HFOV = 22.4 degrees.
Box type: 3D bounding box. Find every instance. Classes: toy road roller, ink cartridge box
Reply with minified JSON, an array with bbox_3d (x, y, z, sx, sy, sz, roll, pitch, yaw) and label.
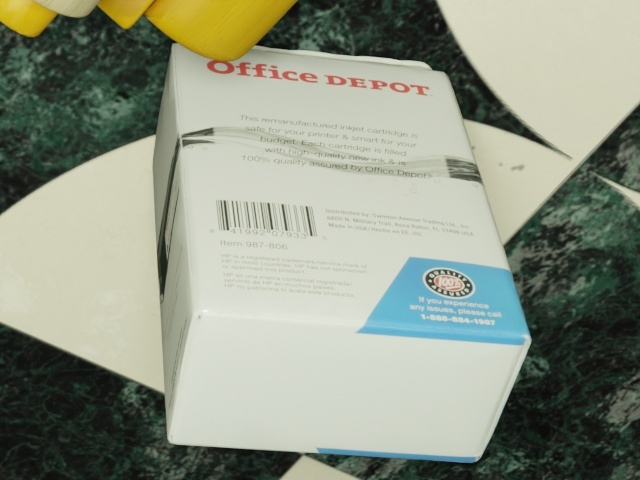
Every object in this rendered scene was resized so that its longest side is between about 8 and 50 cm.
[{"bbox_3d":[-0.121,-0.252,1.310,0.240,0.329,0.202,40,112,-11],"label":"toy road roller"},{"bbox_3d":[0.000,0.000,1.485,0.285,0.395,0.166,5,129,-13],"label":"ink cartridge box"}]
